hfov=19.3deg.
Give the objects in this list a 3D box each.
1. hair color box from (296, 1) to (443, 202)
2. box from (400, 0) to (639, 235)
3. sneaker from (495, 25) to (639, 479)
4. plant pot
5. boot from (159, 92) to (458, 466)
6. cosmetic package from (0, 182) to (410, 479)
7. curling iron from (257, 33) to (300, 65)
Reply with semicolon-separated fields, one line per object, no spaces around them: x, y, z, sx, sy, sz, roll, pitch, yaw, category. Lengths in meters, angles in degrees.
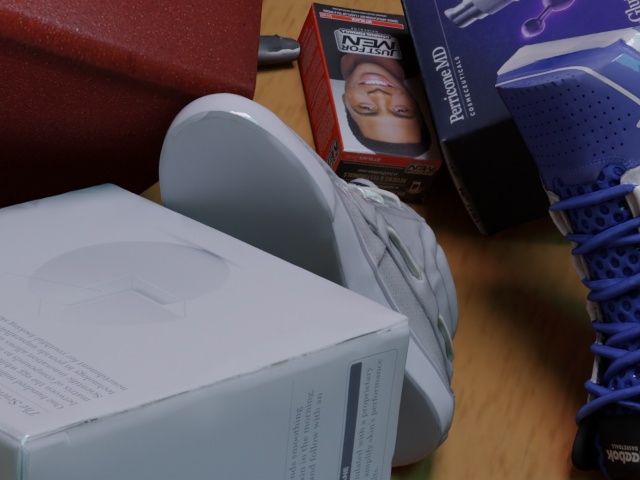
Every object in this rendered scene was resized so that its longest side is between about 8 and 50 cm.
0.031;-0.093;1.251;0.072;0.043;0.141;5;48;-19;hair color box
0.171;-0.118;1.221;0.207;0.108;0.153;-20;50;8;box
0.203;0.040;1.085;0.315;0.127;0.182;51;57;-22;sneaker
-0.174;-0.151;1.048;0.236;0.267;0.267;19;60;-29;plant pot
0.000;0.000;1.051;0.095;0.258;0.123;-16;33;22;boot
-0.119;0.084;0.878;0.225;0.138;0.224;-13;27;-43;cosmetic package
-0.138;-0.130;1.219;0.274;0.035;0.068;-2;50;-24;curling iron
